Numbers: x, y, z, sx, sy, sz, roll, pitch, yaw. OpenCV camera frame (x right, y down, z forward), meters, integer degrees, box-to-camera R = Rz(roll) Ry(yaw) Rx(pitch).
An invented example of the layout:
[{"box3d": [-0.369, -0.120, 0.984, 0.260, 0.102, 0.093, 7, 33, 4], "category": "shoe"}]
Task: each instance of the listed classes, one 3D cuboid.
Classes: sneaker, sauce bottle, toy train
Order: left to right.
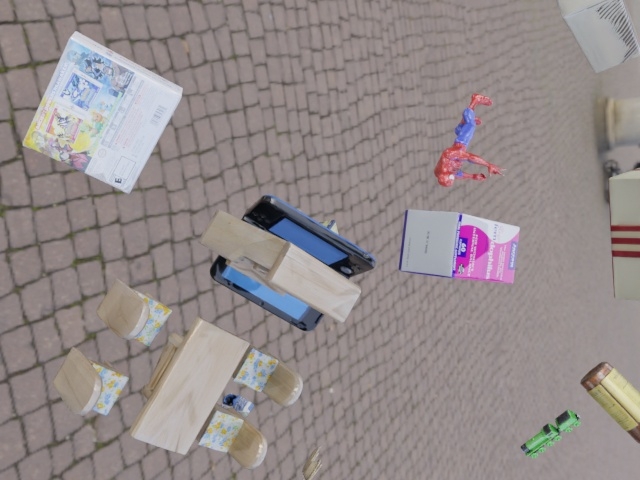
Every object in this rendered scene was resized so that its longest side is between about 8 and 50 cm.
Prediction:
[{"box3d": [-0.208, 0.386, 1.657, 0.058, 0.135, 0.052, 46, 54, -13], "category": "sneaker"}, {"box3d": [0.264, 0.224, 0.810, 0.024, 0.083, 0.017, 26, 30, -28], "category": "toy train"}, {"box3d": [0.341, 0.190, 0.759, 0.128, 0.042, 0.042, 50, 28, 12], "category": "sauce bottle"}]

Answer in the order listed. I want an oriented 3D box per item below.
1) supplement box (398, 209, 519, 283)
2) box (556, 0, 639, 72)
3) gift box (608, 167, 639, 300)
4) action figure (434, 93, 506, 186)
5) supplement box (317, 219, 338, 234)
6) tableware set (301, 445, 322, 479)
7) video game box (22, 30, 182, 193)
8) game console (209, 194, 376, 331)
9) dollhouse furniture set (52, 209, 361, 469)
[{"box3d": [0.253, 0.013, 1.258, 0.220, 0.114, 0.111, 7, 89, -49], "category": "supplement box"}, {"box3d": [0.489, -0.402, 1.239, 0.275, 0.094, 0.113, 11, 64, -58], "category": "box"}, {"box3d": [0.645, -0.002, 1.158, 0.276, 0.258, 0.255, -22, 107, -38], "category": "gift box"}, {"box3d": [0.327, -0.187, 1.467, 0.280, 0.139, 0.091, -55, 169, -40], "category": "action figure"}, {"box3d": [0.000, 0.000, 1.760, 0.056, 0.083, 0.083, -55, 134, -62], "category": "supplement box"}, {"box3d": [-0.040, 0.496, 1.442, 0.141, 0.020, 0.169, -56, 175, 0], "category": "tableware set"}, {"box3d": [-0.353, -0.202, 1.139, 0.187, 0.205, 0.048, 26, 25, -22], "category": "video game box"}, {"box3d": [-0.067, 0.061, 1.573, 0.293, 0.250, 0.173, 30, 70, -12], "category": "game console"}, {"box3d": [-0.154, 0.179, 1.162, 0.362, 0.256, 0.394, 34, 83, -38], "category": "dollhouse furniture set"}]
